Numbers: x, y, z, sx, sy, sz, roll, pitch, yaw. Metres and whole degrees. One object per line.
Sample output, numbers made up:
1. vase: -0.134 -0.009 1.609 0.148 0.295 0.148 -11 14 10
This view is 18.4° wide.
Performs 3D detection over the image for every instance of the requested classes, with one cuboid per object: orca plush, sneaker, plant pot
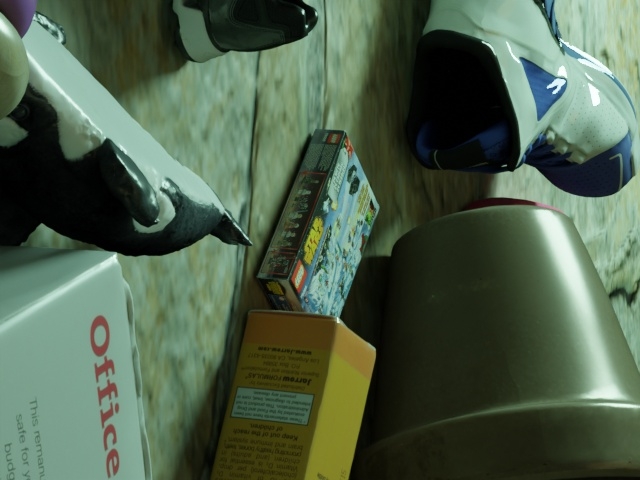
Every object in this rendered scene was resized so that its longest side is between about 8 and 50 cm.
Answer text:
1. orca plush: -0.148 -0.039 1.086 0.151 0.102 0.287 55 7 13
2. sneaker: 0.151 -0.108 1.647 0.315 0.127 0.182 52 51 -45
3. sneaker: -0.033 -0.227 1.237 0.078 0.106 0.234 -6 100 -65
4. plant pot: 0.140 0.102 1.543 0.263 0.263 0.229 28 51 -63

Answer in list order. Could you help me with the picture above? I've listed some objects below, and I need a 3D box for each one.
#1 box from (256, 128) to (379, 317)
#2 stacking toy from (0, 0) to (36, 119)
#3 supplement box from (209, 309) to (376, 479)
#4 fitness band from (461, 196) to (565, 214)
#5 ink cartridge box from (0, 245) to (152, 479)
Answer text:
1. box: 0.000 0.000 1.436 0.094 0.027 0.137 65 38 -48
2. stacking toy: -0.175 -0.221 0.924 0.141 0.141 0.330 46 49 -57
3. supplement box: -0.030 0.169 1.346 0.078 0.080 0.233 43 54 -58
4. fitness band: 0.177 0.067 1.790 0.291 0.054 0.209 7 87 -66
5. ink cartridge box: -0.207 0.150 0.906 0.306 0.131 0.226 -33 123 -61
